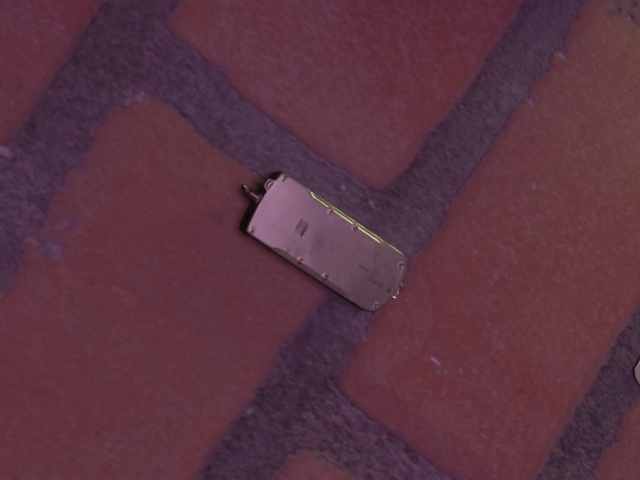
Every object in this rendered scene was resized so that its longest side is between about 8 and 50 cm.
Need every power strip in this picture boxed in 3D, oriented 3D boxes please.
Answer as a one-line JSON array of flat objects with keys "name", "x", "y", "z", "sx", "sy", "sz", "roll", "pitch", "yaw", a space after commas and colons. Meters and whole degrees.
[{"name": "power strip", "x": 0.000, "y": 0.000, "z": 1.406, "sx": 0.227, "sy": 0.029, "sz": 0.080, "roll": 34, "pitch": 83, "yaw": -23}]

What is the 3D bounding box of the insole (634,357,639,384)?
[{"name": "insole", "x": 0.487, "y": 0.170, "z": 1.644, "sx": 0.197, "sy": 0.004, "sz": 0.065, "roll": 3, "pitch": 94, "yaw": -23}]
